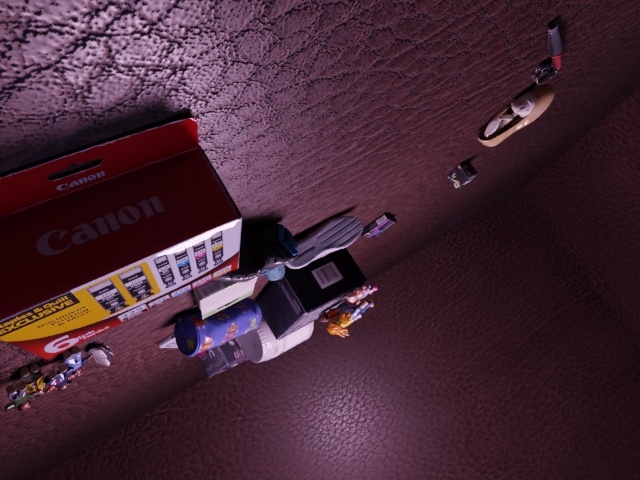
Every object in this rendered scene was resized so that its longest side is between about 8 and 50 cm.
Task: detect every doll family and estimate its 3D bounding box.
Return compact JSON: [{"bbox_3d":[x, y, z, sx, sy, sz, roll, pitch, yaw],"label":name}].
[{"bbox_3d":[-0.628,0.322,1.032,0.193,0.076,0.111,-18,142,-31],"label":"doll family"},{"bbox_3d":[0.105,0.260,1.565,0.163,0.118,0.263,-18,160,-47],"label":"doll family"}]

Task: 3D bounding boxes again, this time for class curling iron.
[{"bbox_3d":[0.524,-0.422,1.008,0.068,0.035,0.274,-36,166,18],"label":"curling iron"}]

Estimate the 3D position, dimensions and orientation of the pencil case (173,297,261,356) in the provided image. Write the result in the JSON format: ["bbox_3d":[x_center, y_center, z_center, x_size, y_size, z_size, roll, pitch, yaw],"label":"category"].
[{"bbox_3d":[-0.327,0.266,1.409,0.306,0.133,0.119,-11,120,-58],"label":"pencil case"}]

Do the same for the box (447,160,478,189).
[{"bbox_3d":[0.510,-0.235,1.590,0.052,0.062,0.083,-24,165,-25],"label":"box"}]

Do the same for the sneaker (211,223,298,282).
[{"bbox_3d":[-0.181,0.047,0.939,0.140,0.125,0.341,-33,165,26],"label":"sneaker"}]

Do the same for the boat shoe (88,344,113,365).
[{"bbox_3d":[-0.563,0.290,1.146,0.125,0.046,0.038,106,-1,-57],"label":"boat shoe"}]

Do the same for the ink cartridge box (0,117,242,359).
[{"bbox_3d":[-0.271,0.008,0.584,0.309,0.130,0.272,-26,165,-20],"label":"ink cartridge box"}]

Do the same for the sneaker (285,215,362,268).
[{"bbox_3d":[0.000,0.000,1.292,0.258,0.094,0.091,-25,-173,-18],"label":"sneaker"}]

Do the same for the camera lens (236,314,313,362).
[{"bbox_3d":[-0.181,0.345,1.798,0.274,0.219,0.219,-20,163,-40],"label":"camera lens"}]

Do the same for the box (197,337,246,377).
[{"bbox_3d":[-0.387,0.477,1.979,0.165,0.143,0.270,-40,164,32],"label":"box"}]

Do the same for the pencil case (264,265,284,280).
[{"bbox_3d":[-0.136,0.066,1.227,0.064,0.070,0.151,-55,169,-16],"label":"pencil case"}]

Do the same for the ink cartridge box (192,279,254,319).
[{"bbox_3d":[-0.263,0.137,1.227,0.171,0.056,0.235,-26,169,-21],"label":"ink cartridge box"}]

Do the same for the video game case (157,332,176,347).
[{"bbox_3d":[-0.446,0.320,1.549,0.183,0.023,0.201,-31,166,-4],"label":"video game case"}]

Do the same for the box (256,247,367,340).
[{"bbox_3d":[-0.041,0.191,1.633,0.296,0.182,0.294,-22,162,-36],"label":"box"}]

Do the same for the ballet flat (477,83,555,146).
[{"bbox_3d":[0.542,-0.347,1.241,0.073,0.080,0.232,1,147,-39],"label":"ballet flat"}]

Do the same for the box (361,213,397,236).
[{"bbox_3d":[0.223,-0.053,1.680,0.116,0.029,0.162,-36,167,18],"label":"box"}]
